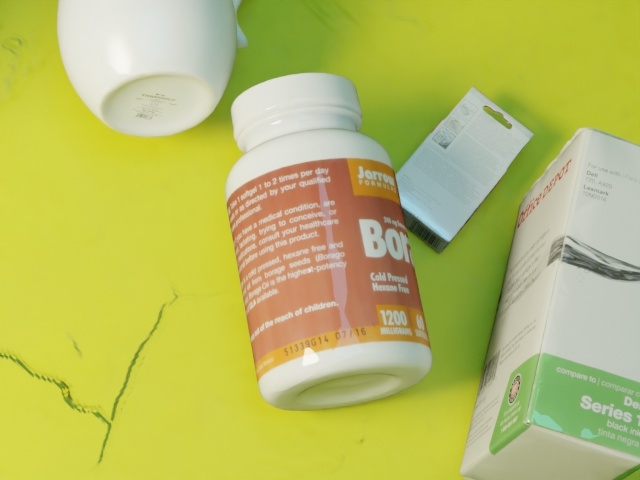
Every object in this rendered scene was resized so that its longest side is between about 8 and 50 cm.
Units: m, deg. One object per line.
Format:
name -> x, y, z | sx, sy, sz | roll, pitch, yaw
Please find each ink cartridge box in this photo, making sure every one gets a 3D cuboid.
ink cartridge box -> 0.100, -0.053, 1.413 | 0.063, 0.029, 0.115 | 39, 67, 5
ink cartridge box -> 0.178, 0.056, 1.318 | 0.093, 0.160, 0.219 | 18, 68, -6

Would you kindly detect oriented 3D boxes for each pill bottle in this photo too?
pill bottle -> 0.000, 0.000, 1.324 | 0.121, 0.121, 0.216 | -7, 72, -13

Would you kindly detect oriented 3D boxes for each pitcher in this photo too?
pitcher -> -0.104, -0.179, 1.379 | 0.178, 0.125, 0.207 | 6, 57, -25
